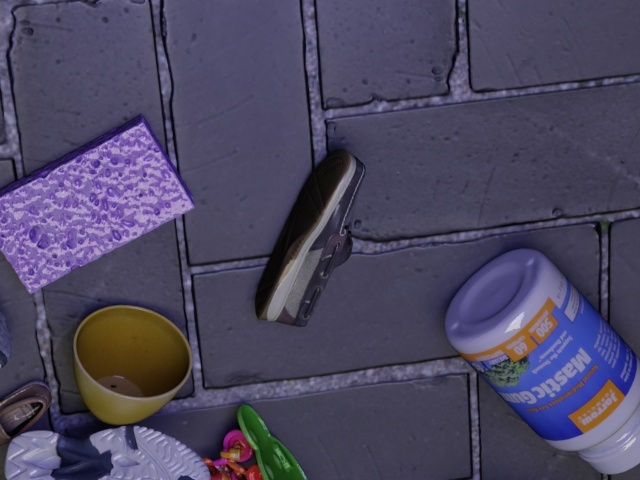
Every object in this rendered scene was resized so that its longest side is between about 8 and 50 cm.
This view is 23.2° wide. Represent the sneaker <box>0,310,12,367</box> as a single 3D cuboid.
[{"bbox_3d":[-0.472,0.062,1.690,0.297,0.111,0.129,34,116,-15],"label":"sneaker"}]

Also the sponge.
[{"bbox_3d":[-0.257,-0.039,1.713,0.210,0.031,0.117,-28,114,2],"label":"sponge"}]

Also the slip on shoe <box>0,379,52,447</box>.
[{"bbox_3d":[-0.365,0.213,1.789,0.135,0.041,0.051,-33,114,3],"label":"slip on shoe"}]

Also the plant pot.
[{"bbox_3d":[-0.220,0.154,1.757,0.134,0.134,0.095,10,134,-14],"label":"plant pot"}]

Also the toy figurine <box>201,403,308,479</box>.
[{"bbox_3d":[-0.112,0.305,1.847,0.159,0.130,0.173,-31,92,13],"label":"toy figurine"}]

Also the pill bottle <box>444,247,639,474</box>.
[{"bbox_3d":[0.282,0.149,1.823,0.152,0.152,0.272,-42,112,7],"label":"pill bottle"}]

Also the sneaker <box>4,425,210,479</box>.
[{"bbox_3d":[-0.233,0.284,1.792,0.235,0.094,0.153,-3,151,6],"label":"sneaker"}]

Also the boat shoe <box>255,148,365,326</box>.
[{"bbox_3d":[0.000,0.001,1.756,0.073,0.080,0.223,20,112,-23],"label":"boat shoe"}]
